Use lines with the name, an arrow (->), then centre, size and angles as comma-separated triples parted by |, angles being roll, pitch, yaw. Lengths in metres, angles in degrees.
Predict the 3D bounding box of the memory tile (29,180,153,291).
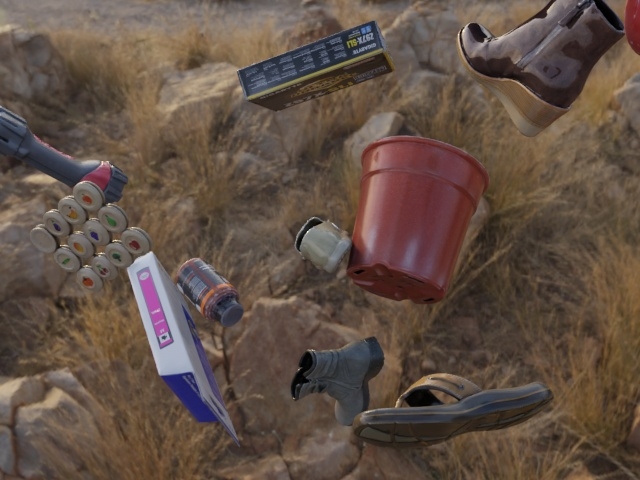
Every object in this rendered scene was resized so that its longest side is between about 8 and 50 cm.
memory tile -> -0.277, -0.001, 0.783 | 0.148, 0.113, 0.012 | -32, 18, 36

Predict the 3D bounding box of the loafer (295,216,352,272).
loafer -> 0.000, 0.000, 1.318 | 0.092, 0.268, 0.101 | 37, 86, -6

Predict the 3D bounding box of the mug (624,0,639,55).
mug -> 0.355, -0.192, 0.524 | 0.113, 0.150, 0.169 | 3, 31, -22

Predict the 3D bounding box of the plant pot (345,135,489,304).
plant pot -> 0.182, -0.026, 1.329 | 0.273, 0.272, 0.264 | 9, 69, 19

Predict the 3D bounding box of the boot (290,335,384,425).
boot -> 0.014, 0.275, 1.242 | 0.161, 0.246, 0.083 | -7, 44, -23

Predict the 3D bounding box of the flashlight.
flashlight -> -0.552, -0.173, 1.370 | 0.103, 0.304, 0.103 | 5, 69, 41

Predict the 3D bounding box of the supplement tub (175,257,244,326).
supplement tub -> -0.277, 0.135, 1.658 | 0.106, 0.106, 0.198 | -32, 50, -24

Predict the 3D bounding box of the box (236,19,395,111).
box -> 0.000, -0.392, 1.513 | 0.322, 0.079, 0.257 | -17, 4, 12

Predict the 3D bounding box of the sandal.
sandal -> 0.131, 0.162, 0.659 | 0.220, 0.090, 0.060 | -8, 58, -16

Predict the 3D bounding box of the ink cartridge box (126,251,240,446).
ink cartridge box -> -0.253, 0.198, 1.191 | 0.069, 0.175, 0.371 | -28, 47, -8

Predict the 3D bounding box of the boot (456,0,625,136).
boot -> 0.316, -0.301, 0.968 | 0.090, 0.206, 0.248 | -6, 55, -30
